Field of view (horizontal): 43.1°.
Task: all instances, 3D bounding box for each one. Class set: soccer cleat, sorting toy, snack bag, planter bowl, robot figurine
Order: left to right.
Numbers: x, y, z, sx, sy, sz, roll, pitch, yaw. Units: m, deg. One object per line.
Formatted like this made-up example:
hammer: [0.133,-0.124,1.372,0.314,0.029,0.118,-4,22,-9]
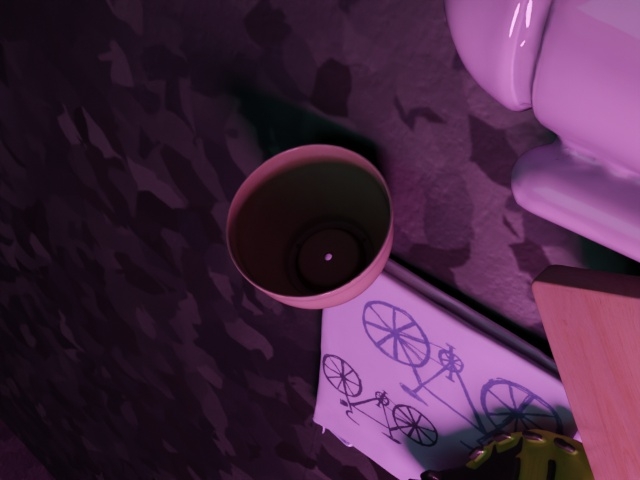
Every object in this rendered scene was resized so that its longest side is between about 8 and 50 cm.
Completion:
planter bowl: [0.000,0.000,0.806,0.162,0.162,0.109,30,166,24]
snack bag: [0.130,0.190,0.918,0.323,0.037,0.343,30,139,25]
soccer cleat: [0.197,0.266,0.831,0.121,0.093,0.289,27,144,-19]
robot figurine: [0.213,-0.127,0.419,0.353,0.199,0.300,31,112,23]
sorting toy: [0.311,0.124,0.576,0.255,0.089,0.257,9,131,50]
